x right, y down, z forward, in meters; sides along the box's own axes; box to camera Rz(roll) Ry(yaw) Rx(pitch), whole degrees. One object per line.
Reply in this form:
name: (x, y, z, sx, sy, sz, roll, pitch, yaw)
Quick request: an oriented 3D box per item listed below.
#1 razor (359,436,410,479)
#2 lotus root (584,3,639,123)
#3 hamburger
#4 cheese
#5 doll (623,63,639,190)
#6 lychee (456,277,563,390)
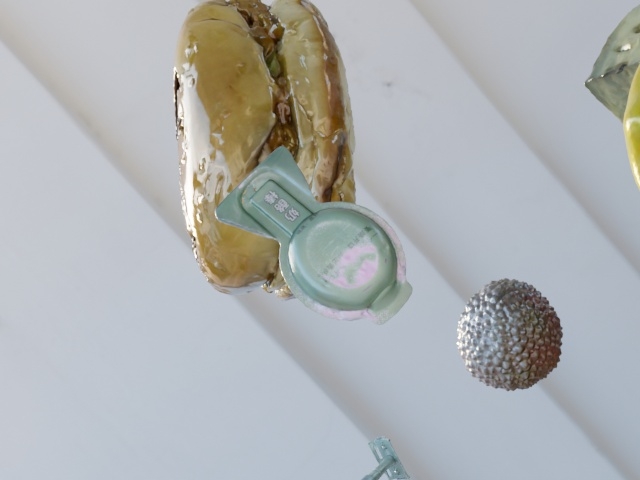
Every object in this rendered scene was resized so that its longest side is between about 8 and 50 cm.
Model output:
razor: (0.056, 0.323, 1.344, 0.135, 0.068, 0.040, -34, 8, -41)
lotus root: (0.455, -0.158, 0.998, 0.149, 0.260, 0.267, -59, 17, -25)
hamburger: (-0.062, -0.087, 1.074, 0.174, 0.305, 0.284, -4, -22, -6)
cheese: (0.000, 0.000, 0.578, 0.067, 0.120, 0.026, -45, -19, -12)
doll: (0.227, -0.076, 0.576, 0.113, 0.071, 0.135, 26, 102, 43)
lychee: (0.288, 0.150, 1.561, 0.165, 0.197, 0.165, -7, 50, 8)
